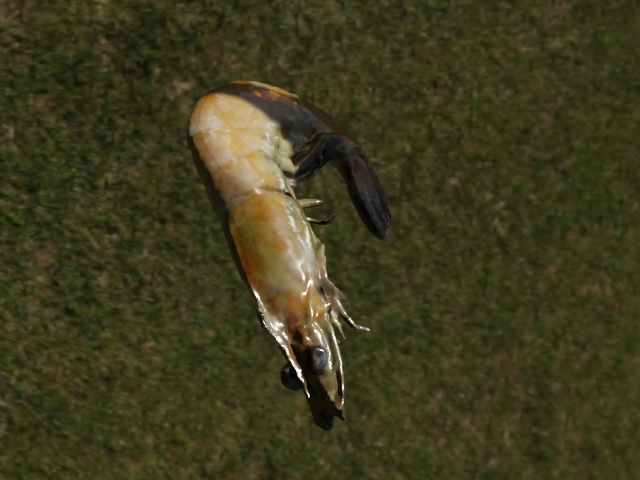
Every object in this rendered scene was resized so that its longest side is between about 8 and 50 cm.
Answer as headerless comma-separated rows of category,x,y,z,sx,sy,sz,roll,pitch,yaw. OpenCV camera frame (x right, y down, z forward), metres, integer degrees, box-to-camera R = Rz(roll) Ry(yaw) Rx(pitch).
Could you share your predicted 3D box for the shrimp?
shrimp,0.000,0.000,0.851,0.169,0.058,0.296,0,57,-34
